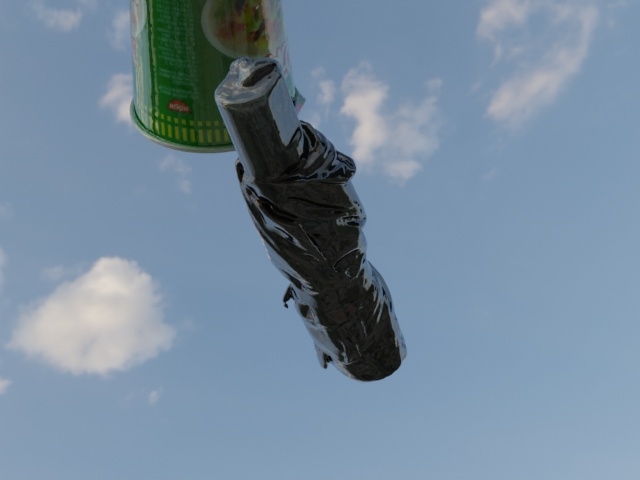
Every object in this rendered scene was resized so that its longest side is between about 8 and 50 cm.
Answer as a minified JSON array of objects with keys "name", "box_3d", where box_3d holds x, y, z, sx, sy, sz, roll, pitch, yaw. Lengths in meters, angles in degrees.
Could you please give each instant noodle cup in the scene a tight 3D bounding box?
[{"name":"instant noodle cup","box_3d":[-0.119,-0.246,0.837,0.207,0.207,0.232,-5,-50,-8]}]

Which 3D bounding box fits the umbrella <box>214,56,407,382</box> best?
[{"name":"umbrella","box_3d":[0.000,0.000,0.415,0.066,0.059,0.235,8,-37,23]}]
